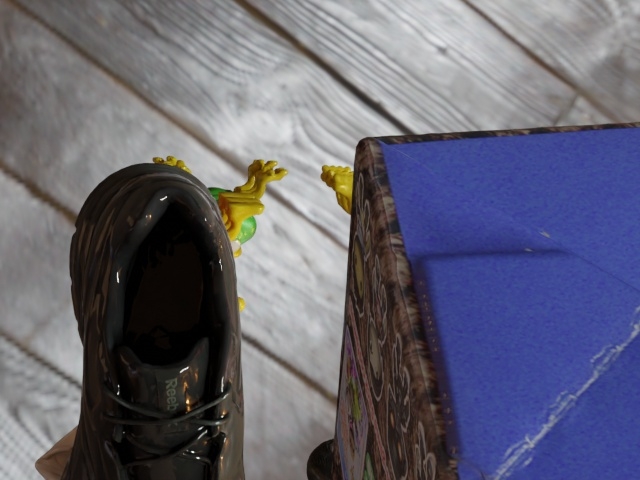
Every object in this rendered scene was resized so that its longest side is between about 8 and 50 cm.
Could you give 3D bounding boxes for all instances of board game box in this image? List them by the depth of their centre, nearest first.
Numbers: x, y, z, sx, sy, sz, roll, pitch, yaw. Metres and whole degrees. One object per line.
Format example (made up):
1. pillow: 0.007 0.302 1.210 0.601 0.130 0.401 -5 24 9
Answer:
1. board game box: 0.126 0.113 0.580 0.232 0.141 0.291 -4 135 -7

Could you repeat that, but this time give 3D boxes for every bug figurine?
1. bug figurine: 0.000 0.000 1.230 0.279 0.216 0.072 3 104 -11

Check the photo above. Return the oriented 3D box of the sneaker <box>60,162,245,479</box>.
1. sneaker: -0.085 0.101 0.953 0.109 0.130 0.286 -6 90 -10

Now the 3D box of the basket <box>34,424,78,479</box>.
1. basket: -0.164 0.223 1.669 0.113 0.167 0.103 -40 114 -16

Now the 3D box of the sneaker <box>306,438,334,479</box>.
1. sneaker: 0.082 0.252 1.461 0.228 0.086 0.132 23 125 6
